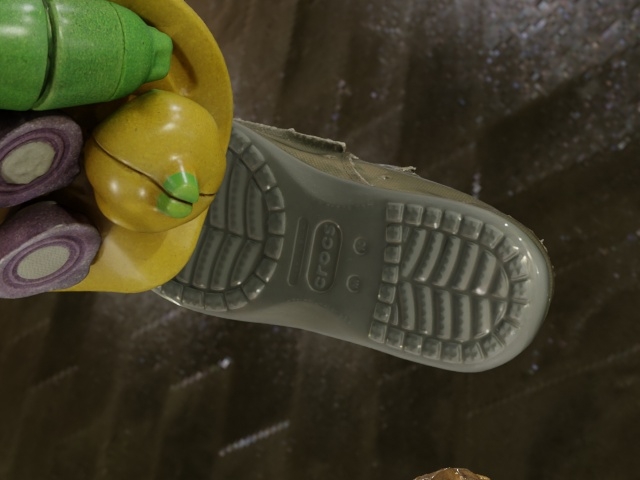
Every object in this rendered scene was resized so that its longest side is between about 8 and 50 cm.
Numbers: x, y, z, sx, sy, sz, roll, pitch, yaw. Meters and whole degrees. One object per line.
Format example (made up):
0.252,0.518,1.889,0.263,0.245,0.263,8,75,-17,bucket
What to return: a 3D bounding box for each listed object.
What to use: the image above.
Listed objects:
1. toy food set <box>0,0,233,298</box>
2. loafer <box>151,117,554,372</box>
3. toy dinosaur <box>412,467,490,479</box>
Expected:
-0.119,-0.023,0.397,0.071,0.218,0.128,55,133,49,toy food set
0.000,0.000,0.612,0.251,0.087,0.094,22,100,29,loafer
0.041,0.175,0.778,0.211,0.112,0.064,-48,47,39,toy dinosaur
